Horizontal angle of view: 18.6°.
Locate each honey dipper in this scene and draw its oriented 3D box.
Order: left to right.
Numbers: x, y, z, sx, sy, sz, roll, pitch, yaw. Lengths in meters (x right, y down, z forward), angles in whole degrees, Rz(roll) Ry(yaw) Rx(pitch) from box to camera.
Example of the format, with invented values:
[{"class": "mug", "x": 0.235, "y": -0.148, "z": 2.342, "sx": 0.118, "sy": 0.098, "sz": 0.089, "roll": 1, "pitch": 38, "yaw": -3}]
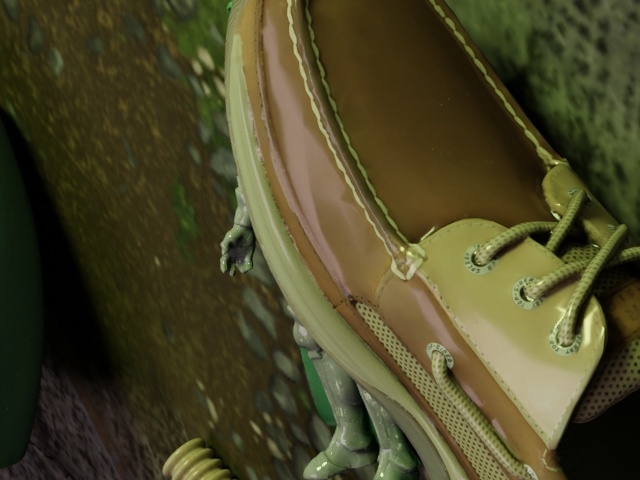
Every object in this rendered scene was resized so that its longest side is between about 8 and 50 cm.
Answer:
[{"class": "honey dipper", "x": -0.027, "y": 0.175, "z": 1.068, "sx": 0.161, "sy": 0.030, "sz": 0.030, "roll": 48, "pitch": 148, "yaw": 20}]

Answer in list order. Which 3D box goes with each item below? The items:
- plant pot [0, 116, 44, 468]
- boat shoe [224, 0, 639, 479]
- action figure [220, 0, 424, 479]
[{"class": "plant pot", "x": -0.280, "y": -0.009, "z": 1.121, "sx": 0.290, "sy": 0.290, "sz": 0.195, "roll": 22, "pitch": 95, "yaw": 50}, {"class": "boat shoe", "x": 0.081, "y": 0.030, "z": 0.694, "sx": 0.116, "sy": 0.123, "sz": 0.324, "roll": -19, "pitch": 104, "yaw": 54}, {"class": "action figure", "x": 0.000, "y": 0.000, "z": 0.849, "sx": 0.137, "sy": 0.063, "sz": 0.232, "roll": 16, "pitch": 124, "yaw": 57}]
